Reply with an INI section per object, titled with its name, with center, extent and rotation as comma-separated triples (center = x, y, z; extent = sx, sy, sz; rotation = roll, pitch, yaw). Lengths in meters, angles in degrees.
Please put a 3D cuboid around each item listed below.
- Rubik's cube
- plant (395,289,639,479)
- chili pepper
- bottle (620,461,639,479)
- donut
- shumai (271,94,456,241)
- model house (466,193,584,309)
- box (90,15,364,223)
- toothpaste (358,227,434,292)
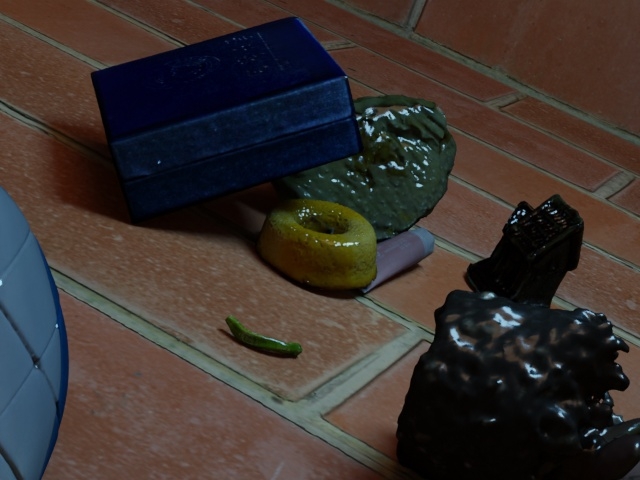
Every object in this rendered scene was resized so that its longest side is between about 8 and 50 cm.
[Rubik's cube]
center = -0.282, 0.051, 0.868
extent = 0.254, 0.254, 0.254
rotation = 19, 19, -7
[plant]
center = 0.183, 0.151, 1.119
extent = 0.234, 0.178, 0.204
rotation = 21, 62, 15
[chili pepper]
center = -0.057, 0.098, 1.285
extent = 0.083, 0.017, 0.030
rotation = 21, 18, -11
[bottle]
center = 0.278, 0.229, 1.236
extent = 0.140, 0.053, 0.053
rotation = 11, 22, -29
[donut]
center = 0.000, 0.000, 1.517
extent = 0.152, 0.058, 0.152
rotation = 9, 24, -4
[shumai]
center = 0.035, -0.100, 1.733
extent = 0.256, 0.189, 0.218
rotation = -6, 11, -20
[model house]
center = 0.267, 0.006, 1.678
extent = 0.106, 0.152, 0.165
rotation = 17, 20, -31
[box]
center = -0.119, -0.156, 1.554
extent = 0.279, 0.116, 0.261
rotation = -16, 26, -7
[toothpaste]
center = 0.079, 0.025, 1.596
extent = 0.067, 0.043, 0.194
rotation = 30, 28, 25
